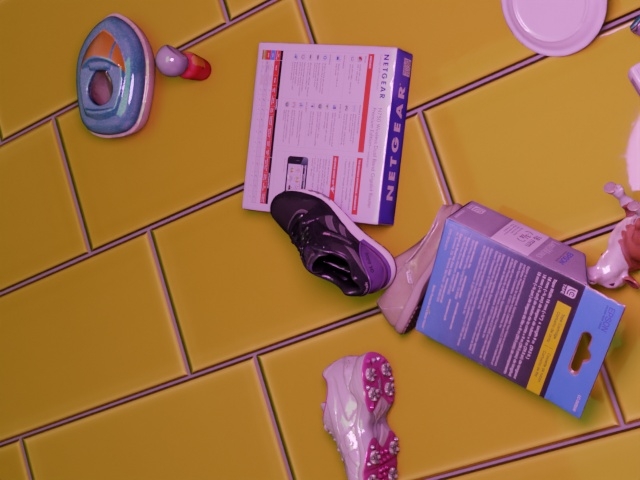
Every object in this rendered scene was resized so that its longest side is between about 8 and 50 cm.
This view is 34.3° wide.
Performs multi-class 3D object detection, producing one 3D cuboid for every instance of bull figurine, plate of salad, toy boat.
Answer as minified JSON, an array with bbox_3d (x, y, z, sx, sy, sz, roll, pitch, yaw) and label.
[{"bbox_3d":[0.568,-0.025,1.696,0.310,0.188,0.101,-20,44,17],"label":"bull figurine"},{"bbox_3d":[0.411,-0.424,1.819,0.199,0.048,0.200,18,121,32],"label":"plate of salad"},{"bbox_3d":[-0.392,-0.357,2.179,0.318,0.148,0.268,-4,88,27],"label":"toy boat"}]

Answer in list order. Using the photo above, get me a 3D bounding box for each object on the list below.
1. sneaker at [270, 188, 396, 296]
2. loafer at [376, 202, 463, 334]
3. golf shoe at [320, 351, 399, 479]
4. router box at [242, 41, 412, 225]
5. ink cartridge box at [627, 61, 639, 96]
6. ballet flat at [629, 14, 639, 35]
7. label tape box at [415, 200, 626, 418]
[{"bbox_3d":[0.000,0.000,1.900,0.283,0.124,0.107,35,122,24],"label":"sneaker"},{"bbox_3d":[0.180,0.043,1.913,0.092,0.102,0.269,30,103,18],"label":"loafer"},{"bbox_3d":[0.070,0.367,1.972,0.140,0.115,0.306,-6,80,37],"label":"golf shoe"},{"bbox_3d":[0.010,-0.208,2.012,0.301,0.082,0.336,8,93,26],"label":"router box"},{"bbox_3d":[0.655,-0.259,1.719,0.224,0.056,0.181,-28,76,5],"label":"ink cartridge box"},{"bbox_3d":[0.574,-0.396,1.761,0.041,0.041,0.114,41,107,21],"label":"ballet flat"},{"bbox_3d":[0.351,0.115,1.784,0.333,0.106,0.241,28,124,25],"label":"label tape box"}]
